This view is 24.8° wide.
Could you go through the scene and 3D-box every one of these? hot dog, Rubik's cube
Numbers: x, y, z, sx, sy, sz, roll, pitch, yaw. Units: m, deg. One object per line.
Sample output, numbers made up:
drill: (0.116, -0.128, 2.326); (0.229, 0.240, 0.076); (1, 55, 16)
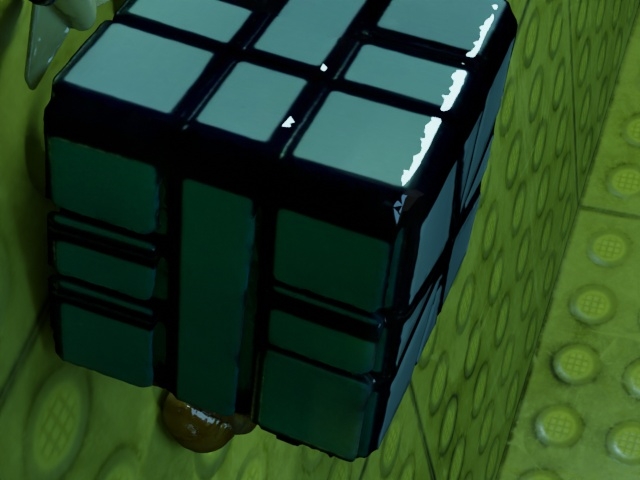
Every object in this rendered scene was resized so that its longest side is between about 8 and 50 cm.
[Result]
hot dog: (-0.107, 0.168, 1.439); (0.140, 0.060, 0.089); (71, 39, -63)
Rubik's cube: (-0.029, -0.043, 1.143); (0.288, 0.283, 0.293); (98, 13, -44)

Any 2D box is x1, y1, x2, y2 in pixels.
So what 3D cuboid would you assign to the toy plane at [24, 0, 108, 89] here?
toy plane: (-0.188, -0.222, 0.929); (0.242, 0.104, 0.256); (-51, 157, -26)
